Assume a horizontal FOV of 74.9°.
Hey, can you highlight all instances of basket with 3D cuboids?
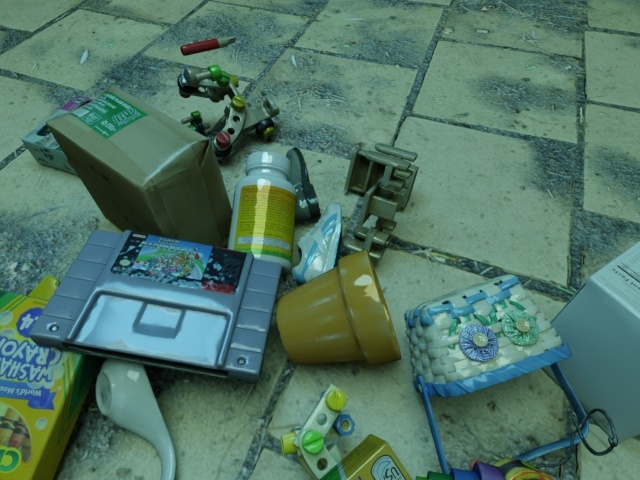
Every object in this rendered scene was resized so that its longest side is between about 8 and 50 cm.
[{"bbox_3d":[0.274,0.222,0.691,0.254,0.201,0.289,-18,81,-12],"label":"basket"}]

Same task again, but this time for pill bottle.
[{"bbox_3d":[-0.121,-0.058,0.899,0.136,0.136,0.246,3,75,4],"label":"pill bottle"}]

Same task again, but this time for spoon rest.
[{"bbox_3d":[-0.308,0.307,0.697,0.084,0.137,0.276,5,49,-47],"label":"spoon rest"}]

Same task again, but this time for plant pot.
[{"bbox_3d":[0.028,0.141,0.767,0.187,0.205,0.205,-18,52,8],"label":"plant pot"}]

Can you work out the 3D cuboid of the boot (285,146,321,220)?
[{"bbox_3d":[-0.103,-0.133,1.045,0.161,0.083,0.247,-15,52,-3],"label":"boot"}]

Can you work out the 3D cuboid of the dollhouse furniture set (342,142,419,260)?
[{"bbox_3d":[0.112,-0.116,0.948,0.161,0.212,0.242,20,29,14],"label":"dollhouse furniture set"}]

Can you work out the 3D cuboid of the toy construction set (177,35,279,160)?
[{"bbox_3d":[-0.235,-0.395,1.127,0.237,0.309,0.257,-27,64,-24],"label":"toy construction set"}]

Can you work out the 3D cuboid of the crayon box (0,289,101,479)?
[{"bbox_3d":[-0.506,0.258,0.684,0.203,0.083,0.323,13,68,0],"label":"crayon box"}]

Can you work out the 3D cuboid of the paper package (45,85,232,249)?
[{"bbox_3d":[-0.360,-0.120,0.894,0.324,0.310,0.168,31,58,24],"label":"paper package"}]

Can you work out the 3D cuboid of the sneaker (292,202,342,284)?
[{"bbox_3d":[0.000,0.000,0.933,0.092,0.087,0.229,6,51,9],"label":"sneaker"}]

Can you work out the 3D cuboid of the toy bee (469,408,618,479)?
[{"bbox_3d":[0.273,0.370,0.569,0.162,0.195,0.298,17,58,-1],"label":"toy bee"}]

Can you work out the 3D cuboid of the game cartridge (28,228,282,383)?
[{"bbox_3d":[-0.257,0.099,0.718,0.354,0.068,0.230,11,54,-3],"label":"game cartridge"}]

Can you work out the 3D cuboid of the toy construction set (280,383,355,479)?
[{"bbox_3d":[-0.064,0.380,0.599,0.327,0.151,0.215,-27,80,-9],"label":"toy construction set"}]

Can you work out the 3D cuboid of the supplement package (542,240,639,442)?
[{"bbox_3d":[0.503,0.168,0.676,0.145,0.262,0.204,-28,57,-18],"label":"supplement package"}]

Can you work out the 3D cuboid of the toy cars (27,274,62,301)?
[{"bbox_3d":[-0.374,0.143,0.834,0.393,0.087,0.177,-7,70,-8],"label":"toy cars"}]

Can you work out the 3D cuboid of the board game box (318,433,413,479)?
[{"bbox_3d":[0.073,0.453,0.508,0.242,0.064,0.317,-33,86,-22],"label":"board game box"}]

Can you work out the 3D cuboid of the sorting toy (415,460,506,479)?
[{"bbox_3d":[0.135,0.436,0.453,0.126,0.127,0.366,5,75,9],"label":"sorting toy"}]

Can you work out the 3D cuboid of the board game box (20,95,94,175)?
[{"bbox_3d":[-0.610,-0.278,1.159,0.303,0.098,0.224,17,55,13],"label":"board game box"}]
